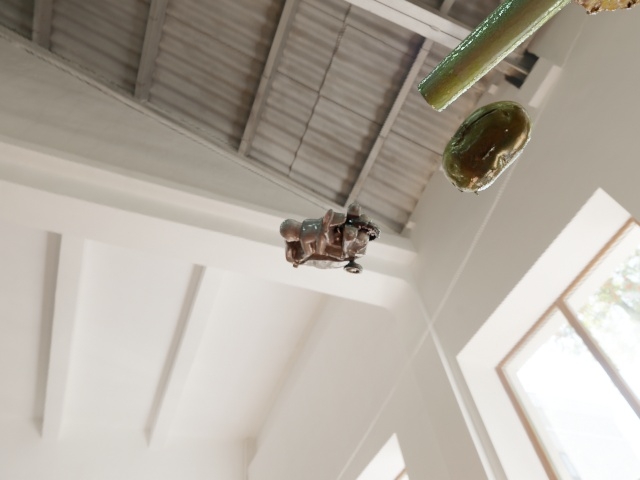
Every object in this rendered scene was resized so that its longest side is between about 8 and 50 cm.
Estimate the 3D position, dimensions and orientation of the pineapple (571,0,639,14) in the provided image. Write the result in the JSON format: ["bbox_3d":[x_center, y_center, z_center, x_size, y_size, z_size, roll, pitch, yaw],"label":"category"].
[{"bbox_3d":[0.600,-0.697,1.129,0.209,0.286,0.344,-28,-38,28],"label":"pineapple"}]

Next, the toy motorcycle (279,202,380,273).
[{"bbox_3d":[0.000,0.000,0.940,0.170,0.110,0.260,16,-23,-17],"label":"toy motorcycle"}]

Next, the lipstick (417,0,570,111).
[{"bbox_3d":[0.299,-0.345,0.817,0.076,0.076,0.304,29,-50,-27],"label":"lipstick"}]

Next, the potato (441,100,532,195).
[{"bbox_3d":[0.413,-0.237,1.208,0.169,0.143,0.248,34,-66,-23],"label":"potato"}]
